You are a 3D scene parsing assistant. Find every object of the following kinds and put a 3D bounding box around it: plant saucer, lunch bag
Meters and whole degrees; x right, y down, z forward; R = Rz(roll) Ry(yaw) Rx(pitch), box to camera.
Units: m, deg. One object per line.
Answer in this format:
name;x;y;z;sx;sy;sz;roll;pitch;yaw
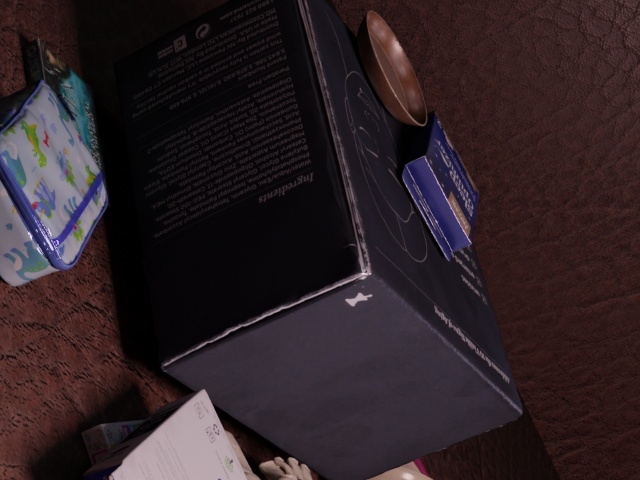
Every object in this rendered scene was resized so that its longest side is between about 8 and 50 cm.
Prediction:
plant saucer;0.091;-0.223;2.086;0.168;0.029;0.168;55;20;-31
lunch bag;-0.307;-0.060;1.674;0.219;0.090;0.176;-73;141;-66

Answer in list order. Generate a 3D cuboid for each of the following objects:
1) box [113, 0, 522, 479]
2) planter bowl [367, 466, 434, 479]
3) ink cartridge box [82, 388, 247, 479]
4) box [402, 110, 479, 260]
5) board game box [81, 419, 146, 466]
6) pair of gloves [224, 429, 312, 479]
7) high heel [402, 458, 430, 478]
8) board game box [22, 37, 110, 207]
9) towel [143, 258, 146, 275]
box;0.000;0.000;2.051;0.480;0.297;0.472;43;27;-51
planter bowl;0.087;0.394;2.271;0.162;0.162;0.109;48;50;-51
ink cartridge box;-0.156;0.275;1.631;0.165;0.065;0.332;66;13;-3
box;0.162;-0.074;2.085;0.136;0.036;0.225;60;20;-17
board game box;-0.198;0.247;1.702;0.103;0.026;0.154;69;15;10
pair of gloves;-0.045;0.325;1.913;0.240;0.042;0.204;39;18;-49
high heel;0.113;0.336;2.463;0.377;0.127;0.181;68;17;6
board game box;-0.307;-0.139;1.908;0.126;0.026;0.186;45;26;-55
towel;-0.155;0.056;2.109;0.282;0.049;0.187;53;19;-37
